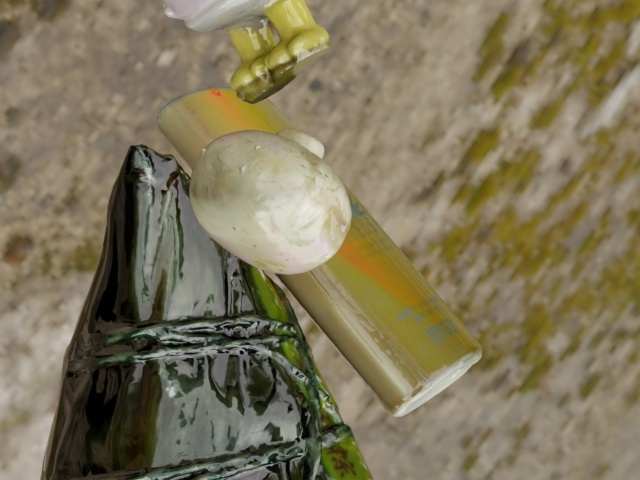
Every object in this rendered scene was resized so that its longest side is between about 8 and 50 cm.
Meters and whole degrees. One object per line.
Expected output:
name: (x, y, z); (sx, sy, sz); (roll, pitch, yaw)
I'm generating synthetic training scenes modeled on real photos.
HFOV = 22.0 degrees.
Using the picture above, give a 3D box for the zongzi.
zongzi: (-0.080, 0.150, 1.194); (0.362, 0.319, 0.384); (46, 36, -80)

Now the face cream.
face cream: (0.000, 0.000, 1.237); (0.067, 0.285, 0.139); (-45, 169, 24)

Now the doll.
doll: (-0.059, -0.166, 0.757); (0.081, 0.207, 0.129); (-32, -176, -35)

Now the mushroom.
mushroom: (-0.024, -0.022, 0.807); (0.083, 0.083, 0.067); (73, 36, -60)
